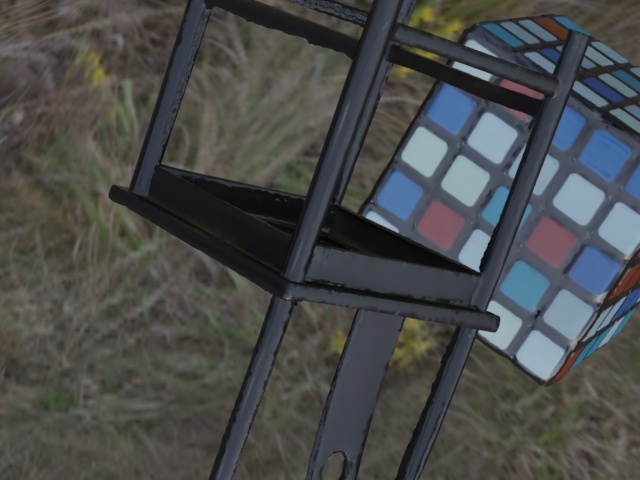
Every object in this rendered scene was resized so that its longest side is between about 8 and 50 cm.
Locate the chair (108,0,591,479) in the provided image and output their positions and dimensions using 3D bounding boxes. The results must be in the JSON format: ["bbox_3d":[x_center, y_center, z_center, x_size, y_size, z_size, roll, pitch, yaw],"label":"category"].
[{"bbox_3d":[0.000,0.000,0.756,0.154,0.141,0.260,11,102,-45],"label":"chair"}]

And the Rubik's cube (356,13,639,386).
[{"bbox_3d":[0.158,-0.035,1.140,0.184,0.187,0.182,39,113,17],"label":"Rubik's cube"}]
